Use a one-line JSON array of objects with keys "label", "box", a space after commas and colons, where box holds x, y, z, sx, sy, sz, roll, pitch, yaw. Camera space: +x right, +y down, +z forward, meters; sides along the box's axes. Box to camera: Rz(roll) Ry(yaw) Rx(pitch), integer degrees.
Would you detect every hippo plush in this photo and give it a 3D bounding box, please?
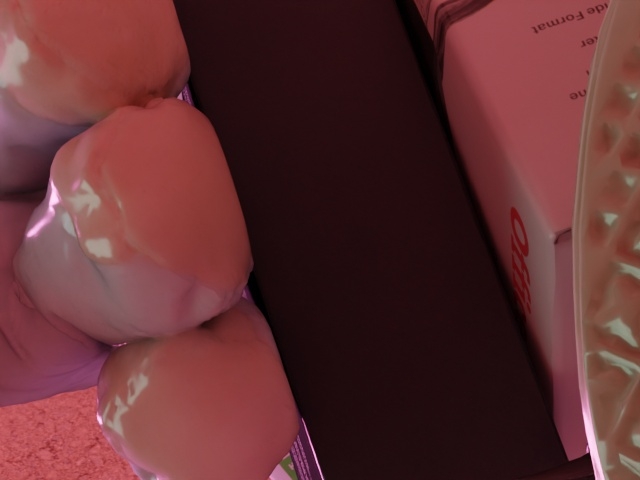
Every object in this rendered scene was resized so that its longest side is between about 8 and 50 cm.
[{"label": "hippo plush", "box": [-0.160, 0.000, 0.666, 0.294, 0.236, 0.234, -131, 24, -75]}]

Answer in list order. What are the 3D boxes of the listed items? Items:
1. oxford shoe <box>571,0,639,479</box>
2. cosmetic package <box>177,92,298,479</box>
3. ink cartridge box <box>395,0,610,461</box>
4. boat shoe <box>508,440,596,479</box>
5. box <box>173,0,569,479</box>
[{"label": "oxford shoe", "box": [0.184, 0.105, 0.414, 0.130, 0.169, 0.449, 8, -118, -59]}, {"label": "cosmetic package", "box": [0.000, 0.000, 0.969, 0.365, 0.197, 0.155, 49, -157, -4]}, {"label": "ink cartridge box", "box": [0.110, -0.065, 0.739, 0.223, 0.129, 0.307, 78, 173, -52]}, {"label": "boat shoe", "box": [0.130, 0.063, 0.518, 0.080, 0.223, 0.073, -24, 75, 56]}, {"label": "box", "box": [0.014, 0.017, 0.734, 0.184, 0.103, 0.261, 84, 168, -73]}]
